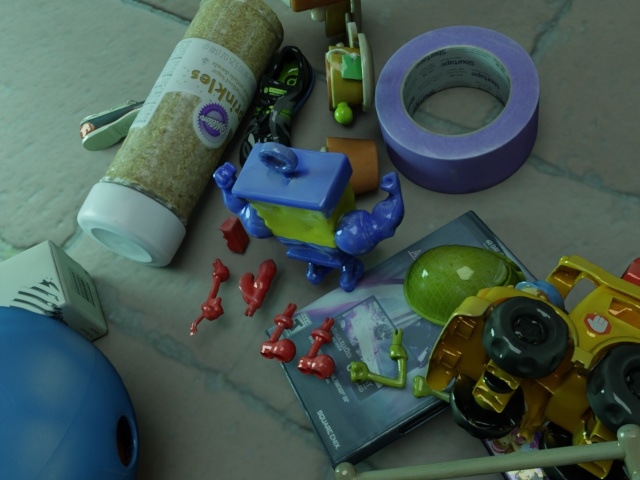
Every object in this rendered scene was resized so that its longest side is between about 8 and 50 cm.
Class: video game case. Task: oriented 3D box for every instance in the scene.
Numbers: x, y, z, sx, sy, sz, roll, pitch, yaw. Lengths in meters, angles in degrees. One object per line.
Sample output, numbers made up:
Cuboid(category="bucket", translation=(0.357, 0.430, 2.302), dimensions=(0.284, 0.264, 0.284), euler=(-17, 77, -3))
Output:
Cuboid(category="video game case", translation=(0.094, 0.095, 0.840), dimensions=(0.274, 0.026, 0.196), euler=(-31, 44, -2))

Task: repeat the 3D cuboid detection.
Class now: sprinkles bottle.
Cuboid(category="sprinkles bottle", translation=(-0.167, -0.146, 0.997), dimensions=(0.121, 0.121, 0.355), euler=(16, 68, 20))

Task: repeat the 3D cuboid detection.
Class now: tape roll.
Cuboid(category="tape roll", translation=(0.162, -0.156, 0.949), dimensions=(0.189, 0.080, 0.189), euler=(-6, 62, 10))

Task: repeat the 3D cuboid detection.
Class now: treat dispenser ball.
Cuboid(category="treat dispenser ball", translation=(-0.319, 0.206, 0.760), dimensions=(0.288, 0.288, 0.288), euler=(-5, 63, 10))

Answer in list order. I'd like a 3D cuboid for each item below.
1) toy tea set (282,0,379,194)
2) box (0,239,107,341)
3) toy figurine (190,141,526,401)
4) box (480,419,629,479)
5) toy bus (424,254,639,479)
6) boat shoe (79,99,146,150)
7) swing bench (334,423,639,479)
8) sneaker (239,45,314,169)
Cuboid(category="toy tea set", translation=(-0.004, -0.214, 0.953), dimensions=(0.124, 0.200, 0.336), euler=(-5, 68, 1))
Cuboid(category="box", translation=(-0.401, 0.112, 0.928), dimensions=(0.275, 0.113, 0.094), euler=(-27, 62, 1))
Cuboid(category="toy figurine", translation=(0.000, 0.000, 0.787), dimensions=(0.362, 0.217, 0.191), euler=(13, 56, 30))
Cuboid(category="box", translation=(0.292, 0.227, 0.737), dimensions=(0.201, 0.057, 0.293), euler=(-30, 61, -2))
Cuboid(category="toy bus", translation=(0.232, 0.088, 0.699), dimensions=(0.220, 0.149, 0.211), euler=(28, 55, 14))
Cuboid(category="boat shoe", translation=(-0.260, -0.165, 1.072), dimensions=(0.137, 0.049, 0.043), euler=(-23, 59, 7))
Cuboid(category="swing bench", translation=(0.153, 0.301, 0.610), dimensions=(0.253, 0.255, 0.165), euler=(-15, 27, 27))
Cuboid(category="sneaker", translation=(-0.061, -0.164, 1.005), dimensions=(0.067, 0.078, 0.188), euler=(12, 68, 18))
